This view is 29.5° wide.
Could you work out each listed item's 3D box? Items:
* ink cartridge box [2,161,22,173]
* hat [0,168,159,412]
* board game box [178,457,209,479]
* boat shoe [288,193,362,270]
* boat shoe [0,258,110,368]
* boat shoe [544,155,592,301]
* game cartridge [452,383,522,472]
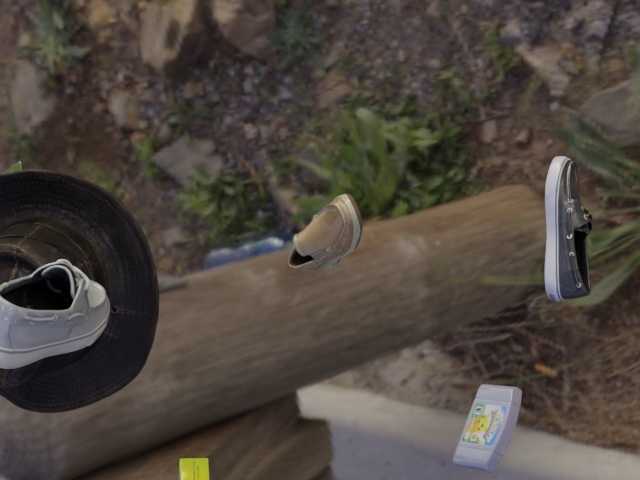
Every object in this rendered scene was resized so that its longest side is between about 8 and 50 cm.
[{"bbox_3d":[-0.475,0.026,1.802,0.189,0.097,0.255,-9,94,67],"label":"ink cartridge box"},{"bbox_3d":[-0.353,0.086,1.468,0.331,0.134,0.331,3,112,8],"label":"hat"},{"bbox_3d":[-0.179,0.410,1.732,0.181,0.043,0.092,-99,13,-49],"label":"board game box"},{"bbox_3d":[0.000,0.000,1.594,0.190,0.072,0.068,118,135,-62],"label":"boat shoe"},{"bbox_3d":[-0.269,0.065,1.232,0.079,0.227,0.081,34,107,10],"label":"boat shoe"},{"bbox_3d":[0.241,-0.012,1.165,0.040,0.049,0.142,-3,78,31],"label":"boat shoe"},{"bbox_3d":[0.157,0.173,1.129,0.056,0.017,0.083,-2,60,54],"label":"game cartridge"}]
